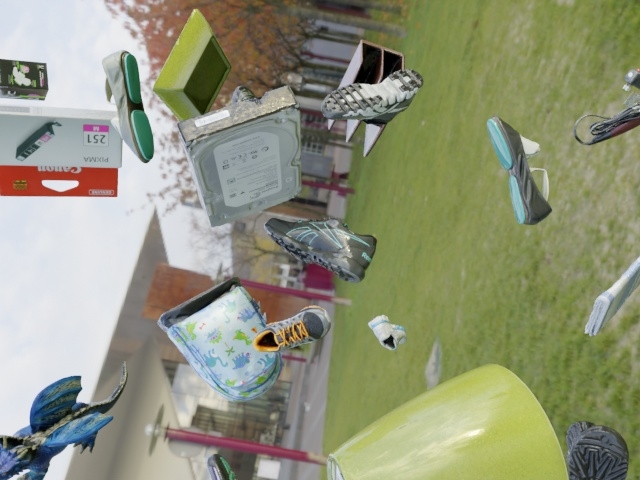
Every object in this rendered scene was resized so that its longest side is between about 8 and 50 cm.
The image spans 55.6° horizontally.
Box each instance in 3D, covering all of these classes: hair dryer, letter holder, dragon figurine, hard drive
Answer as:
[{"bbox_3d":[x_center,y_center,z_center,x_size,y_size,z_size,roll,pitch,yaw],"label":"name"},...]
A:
[{"bbox_3d":[0.783,-0.313,1.485,0.223,0.294,0.080,127,147,-49],"label":"hair dryer"},{"bbox_3d":[0.142,-0.444,1.957,0.301,0.152,0.214,121,160,-50],"label":"letter holder"},{"bbox_3d":[-0.336,0.238,0.797,0.289,0.085,0.144,-31,-16,-48],"label":"dragon figurine"},{"bbox_3d":[-0.157,-0.164,1.296,0.339,0.237,0.064,95,152,-63],"label":"hard drive"}]

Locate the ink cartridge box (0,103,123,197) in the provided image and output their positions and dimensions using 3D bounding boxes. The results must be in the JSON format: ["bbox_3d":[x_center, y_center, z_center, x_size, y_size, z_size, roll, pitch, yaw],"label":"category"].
[{"bbox_3d":[-0.602,-0.188,1.398,0.060,0.275,0.238,-120,36,-49],"label":"ink cartridge box"}]

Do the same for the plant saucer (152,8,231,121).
[{"bbox_3d":[-0.247,-0.339,1.241,0.188,0.045,0.188,-65,-13,-9],"label":"plant saucer"}]

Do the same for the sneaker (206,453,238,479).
[{"bbox_3d":[-0.193,0.534,1.175,0.083,0.098,0.223,59,-175,-83],"label":"sneaker"}]

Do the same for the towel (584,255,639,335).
[{"bbox_3d":[0.740,0.092,1.453,0.285,0.034,0.209,-43,-31,-13],"label":"towel"}]

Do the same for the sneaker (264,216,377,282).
[{"bbox_3d":[0.000,0.000,1.303,0.106,0.268,0.101,-59,-28,-14],"label":"sneaker"}]

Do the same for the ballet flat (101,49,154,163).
[{"bbox_3d":[-0.364,-0.246,1.138,0.072,0.068,0.213,-21,-78,-74],"label":"ballet flat"}]

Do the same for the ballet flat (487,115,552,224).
[{"bbox_3d":[0.488,-0.176,1.469,0.095,0.096,0.280,140,113,-89],"label":"ballet flat"}]

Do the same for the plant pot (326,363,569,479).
[{"bbox_3d":[0.168,0.356,0.931,0.275,0.294,0.274,171,90,-75],"label":"plant pot"}]

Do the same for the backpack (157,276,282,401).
[{"bbox_3d":[-0.268,0.310,1.807,0.355,0.290,0.273,62,155,1],"label":"backpack"}]

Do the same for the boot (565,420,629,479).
[{"bbox_3d":[0.727,0.562,1.616,0.260,0.131,0.347,-50,-36,-53],"label":"boot"}]

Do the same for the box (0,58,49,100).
[{"bbox_3d":[-0.529,-0.282,1.069,0.062,0.083,0.052,-17,78,58],"label":"box"}]

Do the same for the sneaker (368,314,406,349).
[{"bbox_3d":[0.200,0.281,1.730,0.191,0.071,0.082,34,-153,-52],"label":"sneaker"}]

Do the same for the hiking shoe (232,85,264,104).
[{"bbox_3d":[-0.140,-0.316,1.473,0.114,0.086,0.226,-52,53,34],"label":"hiking shoe"}]

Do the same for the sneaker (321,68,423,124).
[{"bbox_3d":[0.105,-0.275,1.256,0.078,0.234,0.106,55,154,26],"label":"sneaker"}]

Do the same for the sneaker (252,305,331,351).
[{"bbox_3d":[-0.067,0.219,1.426,0.083,0.215,0.084,-21,-95,-61],"label":"sneaker"}]
